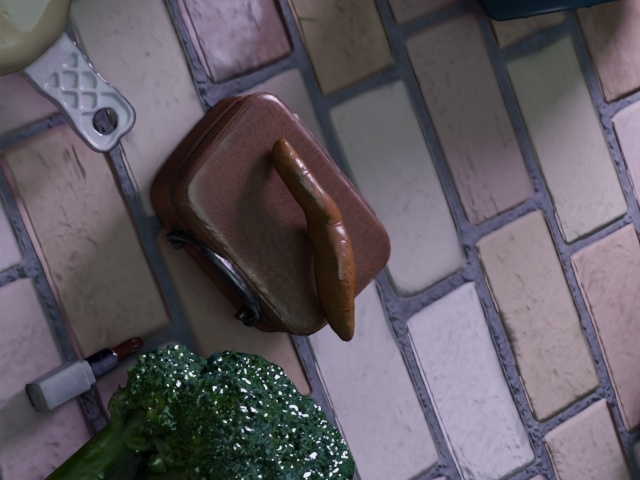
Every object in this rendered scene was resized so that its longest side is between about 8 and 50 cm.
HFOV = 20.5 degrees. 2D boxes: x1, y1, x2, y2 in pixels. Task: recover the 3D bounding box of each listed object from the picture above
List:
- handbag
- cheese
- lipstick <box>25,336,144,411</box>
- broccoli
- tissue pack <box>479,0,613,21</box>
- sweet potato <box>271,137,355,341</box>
[{"bbox_3d":[-0.046,-0.017,1.484,0.151,0.072,0.193,-46,113,-23],"label":"handbag"},{"bbox_3d":[-0.230,-0.188,1.370,0.249,0.071,0.163,28,76,-28],"label":"cheese"},{"bbox_3d":[-0.185,0.103,1.423,0.107,0.025,0.025,-29,104,-34],"label":"lipstick"},{"bbox_3d":[-0.091,0.214,1.369,0.245,0.265,0.294,-23,114,8],"label":"broccoli"},{"bbox_3d":[0.267,-0.320,1.604,0.287,0.198,0.206,-16,100,-28],"label":"tissue pack"},{"bbox_3d":[0.003,-0.001,1.452,0.044,0.044,0.179,-22,102,-30],"label":"sweet potato"}]
